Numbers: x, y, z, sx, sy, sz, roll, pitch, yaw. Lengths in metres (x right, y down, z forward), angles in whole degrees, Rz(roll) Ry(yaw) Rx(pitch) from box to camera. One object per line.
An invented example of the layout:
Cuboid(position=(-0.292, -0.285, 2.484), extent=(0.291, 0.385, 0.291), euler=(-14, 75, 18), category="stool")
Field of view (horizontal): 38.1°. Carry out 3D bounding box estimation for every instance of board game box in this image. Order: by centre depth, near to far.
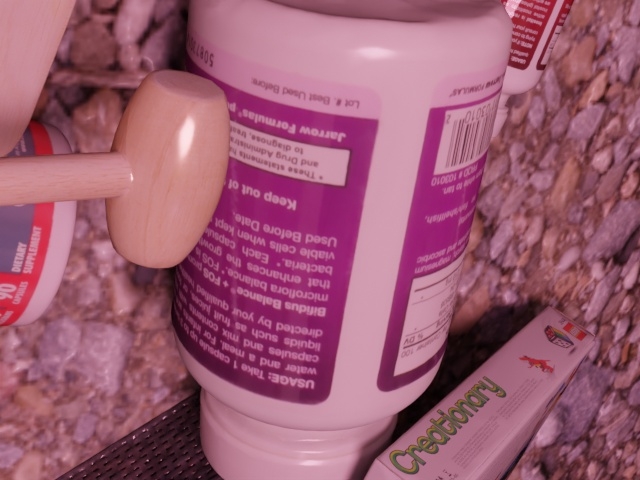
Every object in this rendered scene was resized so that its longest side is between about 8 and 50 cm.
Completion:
Cuboid(position=(0.094, 0.178, 0.679), extent=(0.305, 0.053, 0.193), euler=(-23, 143, -55), category="board game box")

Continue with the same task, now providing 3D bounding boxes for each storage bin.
Cuboid(position=(-0.107, 0.204, 0.656), extent=(0.180, 0.084, 0.122), euler=(-31, 130, -11), category="storage bin")

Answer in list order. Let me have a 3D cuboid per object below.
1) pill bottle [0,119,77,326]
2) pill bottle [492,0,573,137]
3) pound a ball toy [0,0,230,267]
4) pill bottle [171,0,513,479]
Cuboid(position=(-0.217, -0.019, 0.432), extent=(0.180, 0.108, 0.108), euler=(9, 113, -35), category="pill bottle")
Cuboid(position=(0.108, -0.145, 0.569), extent=(0.086, 0.086, 0.152), euler=(6, 114, -34), category="pill bottle")
Cuboid(position=(-0.188, -0.102, 0.302), extent=(0.319, 0.208, 0.136), euler=(5, 117, -48), category="pound a ball toy")
Cuboid(position=(0.000, 0.000, 0.539), extent=(0.169, 0.169, 0.302), euler=(-8, 122, -28), category="pill bottle")
